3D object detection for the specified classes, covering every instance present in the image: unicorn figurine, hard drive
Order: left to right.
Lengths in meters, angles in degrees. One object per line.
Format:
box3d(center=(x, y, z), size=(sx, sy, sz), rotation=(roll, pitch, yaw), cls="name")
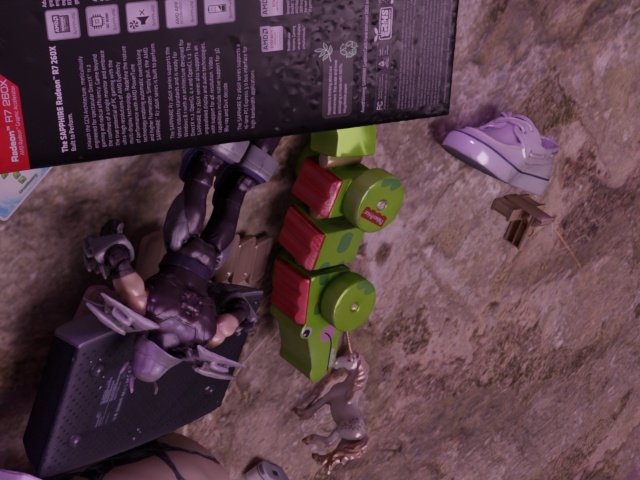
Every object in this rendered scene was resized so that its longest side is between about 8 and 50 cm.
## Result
box3d(center=(-0.174, 0.125, 1.181), size=(0.254, 0.054, 0.172), rotation=(-15, 133, -52), cls="hard drive")
box3d(center=(0.023, 0.212, 1.537), size=(0.111, 0.162, 0.060), rotation=(-28, 154, 11), cls="unicorn figurine")

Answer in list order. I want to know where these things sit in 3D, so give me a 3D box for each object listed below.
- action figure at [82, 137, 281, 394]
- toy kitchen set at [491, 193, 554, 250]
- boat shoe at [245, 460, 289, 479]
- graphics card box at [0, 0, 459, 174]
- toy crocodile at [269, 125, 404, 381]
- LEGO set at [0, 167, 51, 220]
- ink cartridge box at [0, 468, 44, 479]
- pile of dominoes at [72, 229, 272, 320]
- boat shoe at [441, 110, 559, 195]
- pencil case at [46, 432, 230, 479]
box3d(center=(-0.116, 0.007, 1.097), size=(0.185, 0.099, 0.285), rotation=(36, 68, -42), cls="action figure")
box3d(center=(0.277, -0.015, 1.659), size=(0.083, 0.068, 0.075), rotation=(-9, 127, -47), cls="toy kitchen set")
box3d(center=(-0.069, 0.316, 1.577), size=(0.035, 0.035, 0.100), rotation=(-27, 152, 10), cls="boat shoe")
box3d(center=(-0.079, -0.189, 0.895), size=(0.370, 0.094, 0.233), rotation=(-9, 125, -12), cls="graphics card box")
box3d(center=(0.000, 0.000, 1.296), size=(0.105, 0.115, 0.341), rotation=(-13, 128, -38), cls="toy crocodile")
box3d(center=(-0.326, -0.016, 0.933), size=(0.244, 0.060, 0.182), rotation=(-49, 143, -5), cls="LEGO set")
box3d(center=(-0.219, 0.370, 1.114), size=(0.275, 0.060, 0.239), rotation=(33, 65, -36), cls="ink cartridge box")
box3d(center=(-0.154, 0.068, 1.259), size=(0.251, 0.040, 0.196), rotation=(0, 120, -60), cls="pile of dominoes")
box3d(center=(0.229, -0.120, 1.499), size=(0.084, 0.095, 0.258), rotation=(-63, 156, 8), cls="boat shoe")
box3d(center=(-0.258, 0.334, 1.231), size=(0.410, 0.160, 0.184), rotation=(-16, 98, -42), cls="pencil case")
